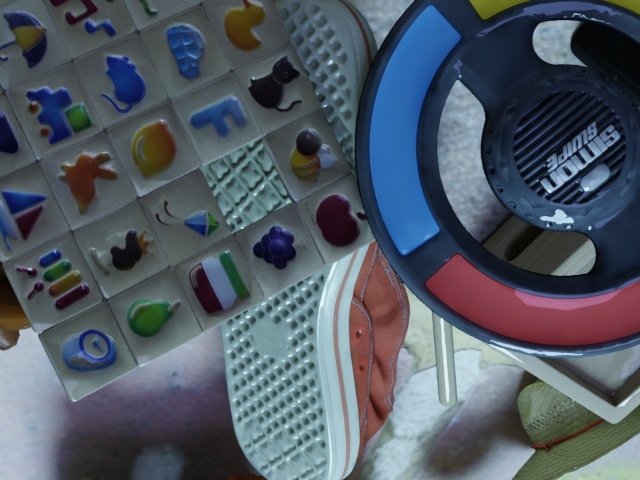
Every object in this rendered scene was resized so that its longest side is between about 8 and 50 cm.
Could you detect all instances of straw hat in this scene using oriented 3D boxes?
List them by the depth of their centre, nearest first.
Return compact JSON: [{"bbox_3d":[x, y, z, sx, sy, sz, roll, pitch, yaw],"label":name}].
[{"bbox_3d":[0.174,0.121,1.217,0.144,0.144,0.061,-32,89,5],"label":"straw hat"}]

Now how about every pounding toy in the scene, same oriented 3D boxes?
[{"bbox_3d":[0.137,0.025,1.120,0.206,0.094,0.181,32,115,-26],"label":"pounding toy"}]

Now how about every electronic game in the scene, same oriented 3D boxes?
[{"bbox_3d":[0.133,-0.050,0.932,0.229,0.048,0.229,0,91,-2],"label":"electronic game"}]

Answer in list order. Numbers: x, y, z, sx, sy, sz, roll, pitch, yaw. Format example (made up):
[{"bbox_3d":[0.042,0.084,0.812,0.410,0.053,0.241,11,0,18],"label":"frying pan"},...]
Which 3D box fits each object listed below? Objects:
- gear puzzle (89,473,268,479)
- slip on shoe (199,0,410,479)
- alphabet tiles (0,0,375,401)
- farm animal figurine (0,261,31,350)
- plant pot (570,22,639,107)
[{"bbox_3d":[-0.014,0.194,1.188,0.339,0.044,0.175,0,148,-15],"label":"gear puzzle"},{"bbox_3d":[0.000,0.000,1.046,0.101,0.123,0.331,-36,135,-44],"label":"slip on shoe"},{"bbox_3d":[-0.097,-0.066,0.899,0.198,0.009,0.237,-28,96,-22],"label":"alphabet tiles"},{"bbox_3d":[-0.297,0.062,0.907,0.330,0.172,0.327,-58,133,-23],"label":"farm animal figurine"},{"bbox_3d":[0.298,-0.112,1.019,0.188,0.167,0.187,23,115,-32],"label":"plant pot"}]
